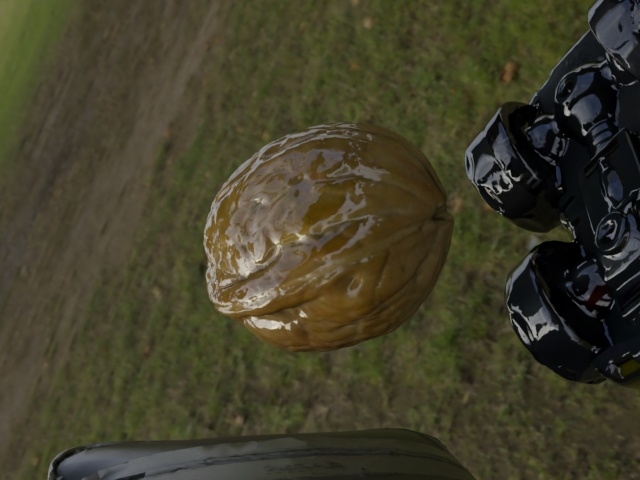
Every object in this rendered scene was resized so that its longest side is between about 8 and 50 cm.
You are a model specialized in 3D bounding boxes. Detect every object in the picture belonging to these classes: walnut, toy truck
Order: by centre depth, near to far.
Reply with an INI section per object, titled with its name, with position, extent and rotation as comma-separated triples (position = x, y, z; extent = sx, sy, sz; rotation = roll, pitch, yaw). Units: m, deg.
[walnut]
position = 0.000, 0.000, 0.492
extent = 0.124, 0.105, 0.105
rotation = -19, 46, 28
[toy truck]
position = 0.186, -0.020, 0.546
extent = 0.147, 0.165, 0.224
rotation = -49, 29, 35

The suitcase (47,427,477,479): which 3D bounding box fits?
[suitcase]
position = 0.004, 0.235, 0.508
extent = 0.434, 0.283, 0.194
rotation = -141, 54, -66
